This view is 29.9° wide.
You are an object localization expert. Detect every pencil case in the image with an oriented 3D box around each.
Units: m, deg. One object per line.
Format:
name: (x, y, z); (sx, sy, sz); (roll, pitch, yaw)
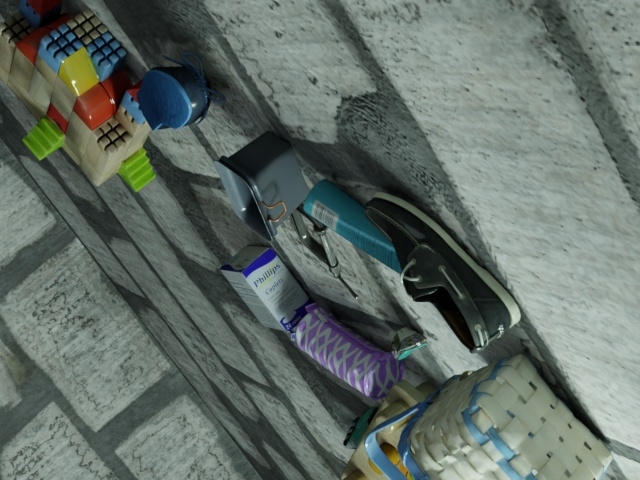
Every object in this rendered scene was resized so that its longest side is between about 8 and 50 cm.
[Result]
pencil case: (0.045, 0.177, 1.935); (0.206, 0.086, 0.088); (31, 128, 43)

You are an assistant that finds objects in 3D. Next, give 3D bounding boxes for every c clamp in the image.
c clamp: (0.000, 0.000, 1.770); (0.137, 0.022, 0.161); (41, 163, 39)

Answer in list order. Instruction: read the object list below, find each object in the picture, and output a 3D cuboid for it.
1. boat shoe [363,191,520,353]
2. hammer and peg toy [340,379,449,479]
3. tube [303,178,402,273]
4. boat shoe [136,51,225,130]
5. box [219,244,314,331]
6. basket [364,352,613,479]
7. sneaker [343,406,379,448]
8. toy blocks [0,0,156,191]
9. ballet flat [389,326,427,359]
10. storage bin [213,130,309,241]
boat shoe: (0.130, 0.034, 1.424); (0.233, 0.079, 0.084); (46, 164, 15)
hammer and peg toy: (0.196, 0.414, 1.819); (0.361, 0.127, 0.266); (43, 132, 20)
tube: (0.071, -0.004, 1.544); (0.207, 0.052, 0.080); (36, 166, 21)
boat shoe: (-0.198, -0.216, 1.689); (0.109, 0.089, 0.258); (68, 164, -14)
box: (-0.092, 0.081, 2.073); (0.137, 0.072, 0.126); (53, 163, -15)
basket: (0.210, 0.297, 1.521); (0.255, 0.201, 0.289); (49, 132, 3)
sneaker: (0.113, 0.364, 2.207); (0.098, 0.083, 0.224); (28, 167, -3)
toy blocks: (-0.406, -0.270, 1.981); (0.381, 0.191, 0.261); (47, 151, 2)
ballet flat: (0.124, 0.147, 1.746); (0.041, 0.041, 0.114); (48, 162, 4)
storage bin: (-0.071, -0.078, 1.649); (0.098, 0.091, 0.135); (36, 159, 37)
